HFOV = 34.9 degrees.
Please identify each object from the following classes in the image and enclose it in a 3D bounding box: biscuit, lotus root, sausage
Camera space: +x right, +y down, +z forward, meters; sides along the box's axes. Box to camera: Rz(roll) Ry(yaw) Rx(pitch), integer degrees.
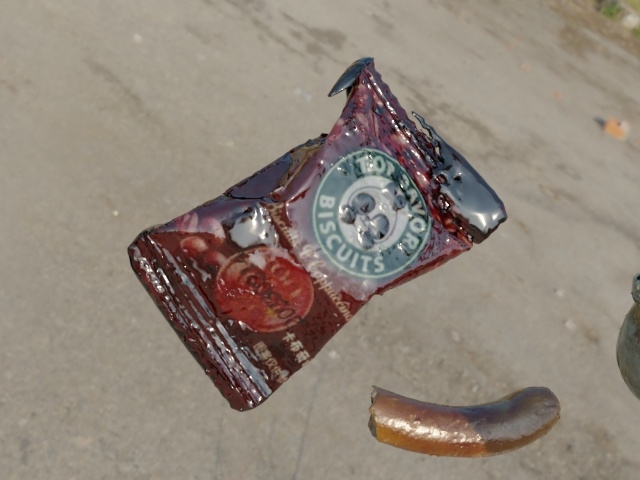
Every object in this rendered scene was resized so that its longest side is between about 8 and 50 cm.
[{"bbox_3d":[-0.005,-0.005,0.686,0.151,0.235,0.063,53,-5,-17],"label":"biscuit"},{"bbox_3d":[0.288,0.080,0.838,0.088,0.165,0.088,-10,40,9],"label":"lotus root"},{"bbox_3d":[0.204,0.258,1.448,0.302,0.076,0.103,3,70,-16],"label":"sausage"}]
